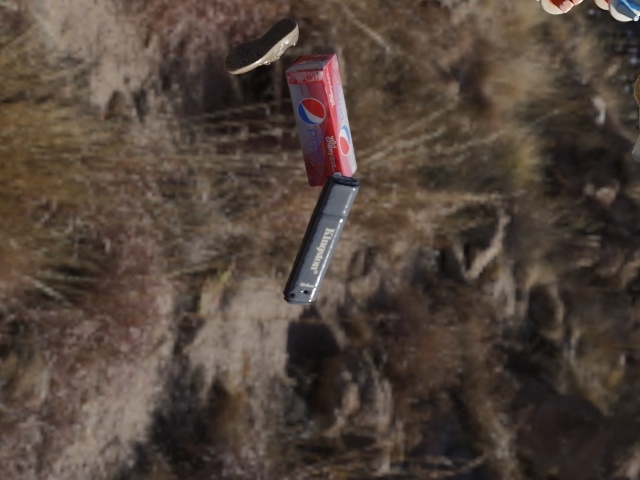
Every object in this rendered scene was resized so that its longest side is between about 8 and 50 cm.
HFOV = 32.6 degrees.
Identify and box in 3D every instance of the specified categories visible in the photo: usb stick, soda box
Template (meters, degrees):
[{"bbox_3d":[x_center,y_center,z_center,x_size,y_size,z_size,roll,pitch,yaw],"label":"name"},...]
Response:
[{"bbox_3d":[0.000,0.000,2.116,0.045,0.077,0.278,42,-62,44],"label":"usb stick"},{"bbox_3d":[0.004,-0.245,2.241,0.092,0.084,0.263,-57,141,-54],"label":"soda box"}]

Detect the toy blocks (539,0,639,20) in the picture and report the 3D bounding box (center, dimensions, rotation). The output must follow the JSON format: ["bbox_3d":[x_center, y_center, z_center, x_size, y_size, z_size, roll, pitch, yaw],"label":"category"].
[{"bbox_3d":[0.340,-0.306,1.371,0.148,0.123,0.054,-110,-163,-59],"label":"toy blocks"}]

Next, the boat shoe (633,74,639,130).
[{"bbox_3d":[0.686,-0.299,2.253,0.072,0.068,0.190,81,11,-45],"label":"boat shoe"}]

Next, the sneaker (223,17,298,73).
[{"bbox_3d":[-0.120,-0.400,2.347,0.066,0.188,0.071,47,-16,28],"label":"sneaker"}]

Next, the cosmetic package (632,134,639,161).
[{"bbox_3d":[0.633,-0.131,1.641,0.129,0.296,0.153,-69,162,7],"label":"cosmetic package"}]
